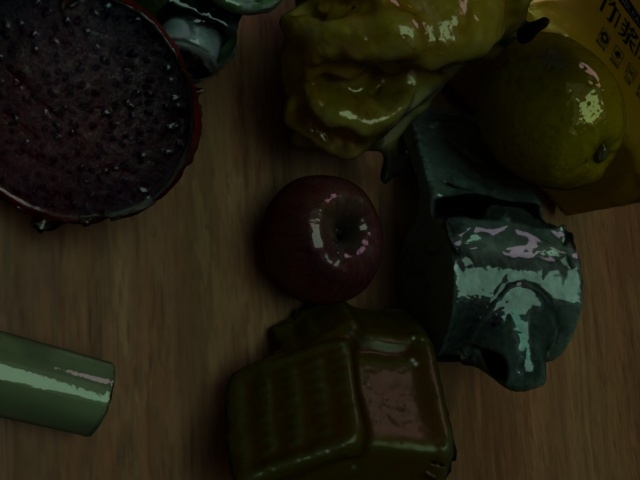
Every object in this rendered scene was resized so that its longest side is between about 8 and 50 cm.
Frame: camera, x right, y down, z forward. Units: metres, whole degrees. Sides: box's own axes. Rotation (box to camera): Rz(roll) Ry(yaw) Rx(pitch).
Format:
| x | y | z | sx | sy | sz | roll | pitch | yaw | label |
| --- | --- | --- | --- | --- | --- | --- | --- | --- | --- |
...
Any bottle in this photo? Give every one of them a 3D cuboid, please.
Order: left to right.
| x | y | z | sx | sy | sz | roll | pitch | yaw | label |
| --- | --- | --- | --- | --- | --- | --- | --- | --- | --- |
| -0.286 | 0.113 | 0.569 | 0.201 | 0.072 | 0.072 | 25 | 67 | -29 | bottle |

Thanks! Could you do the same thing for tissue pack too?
| x | y | z | sx | sy | sz | roll | pitch | yaw | label |
| --- | --- | --- | --- | --- | --- | --- | --- | --- | --- |
| 0.395 | -0.273 | 1.034 | 0.382 | 0.228 | 0.293 | 41 | 62 | -21 | tissue pack |

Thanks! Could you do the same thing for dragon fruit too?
| x | y | z | sx | sy | sz | roll | pitch | yaw | label |
| --- | --- | --- | --- | --- | --- | --- | --- | --- | --- |
| -0.224 | -0.134 | 0.622 | 0.218 | 0.148 | 0.224 | 33 | 107 | -20 | dragon fruit |

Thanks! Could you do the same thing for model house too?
| x | y | z | sx | sy | sz | roll | pitch | yaw | label |
| --- | --- | --- | --- | --- | --- | --- | --- | --- | --- |
| 0.007 | 0.190 | 0.728 | 0.239 | 0.173 | 0.268 | 11 | 43 | -20 | model house |

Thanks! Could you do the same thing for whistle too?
| x | y | z | sx | sy | sz | roll | pitch | yaw | label |
| --- | --- | --- | --- | --- | --- | --- | --- | --- | --- |
| 0.202 | -0.010 | 0.848 | 0.168 | 0.188 | 0.405 | 2 | 75 | -14 | whistle |

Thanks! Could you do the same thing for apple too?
| x | y | z | sx | sy | sz | roll | pitch | yaw | label |
| --- | --- | --- | --- | --- | --- | --- | --- | --- | --- |
| 0.000 | 0.000 | 0.767 | 0.153 | 0.120 | 0.154 | 13 | 69 | -38 | apple |

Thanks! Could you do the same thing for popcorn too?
| x | y | z | sx | sy | sz | roll | pitch | yaw | label |
| --- | --- | --- | --- | --- | --- | --- | --- | --- | --- |
| 0.068 | -0.238 | 0.763 | 0.281 | 0.297 | 0.316 | 40 | 83 | -3 | popcorn |

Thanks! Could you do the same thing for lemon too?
| x | y | z | sx | sy | sz | roll | pitch | yaw | label |
| --- | --- | --- | --- | --- | --- | --- | --- | --- | --- |
| 0.283 | -0.161 | 0.822 | 0.169 | 0.170 | 0.207 | 0 | 48 | -35 | lemon |

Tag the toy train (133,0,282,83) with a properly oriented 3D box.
| x | y | z | sx | sy | sz | roll | pitch | yaw | label |
| --- | --- | --- | --- | --- | --- | --- | --- | --- | --- |
| -0.159 | -0.334 | 0.692 | 0.248 | 0.173 | 0.308 | 17 | 72 | -25 | toy train |
